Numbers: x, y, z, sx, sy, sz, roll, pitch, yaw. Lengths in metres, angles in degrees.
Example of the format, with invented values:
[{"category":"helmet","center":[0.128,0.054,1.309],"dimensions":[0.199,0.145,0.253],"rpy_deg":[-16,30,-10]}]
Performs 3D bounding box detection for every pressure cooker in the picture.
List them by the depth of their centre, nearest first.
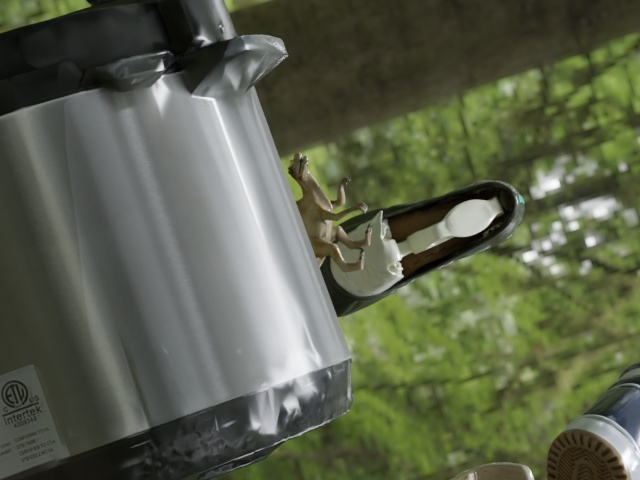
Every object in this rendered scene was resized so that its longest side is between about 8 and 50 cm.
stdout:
[{"category":"pressure cooker","center":[-0.194,-0.005,1.307],"dimensions":[0.420,0.370,0.375],"rpy_deg":[69,-18,4]}]

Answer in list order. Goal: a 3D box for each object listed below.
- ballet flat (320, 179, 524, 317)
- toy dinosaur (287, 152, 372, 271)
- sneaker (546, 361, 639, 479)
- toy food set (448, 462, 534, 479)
[{"category":"ballet flat","center":[0.091,-0.001,1.827],"dimensions":[0.095,0.280,0.096],"rpy_deg":[64,-9,4]},{"category":"toy dinosaur","center":[0.000,0.000,1.653],"dimensions":[0.053,0.093,0.183],"rpy_deg":[-55,151,-68]},{"category":"sneaker","center":[0.255,0.227,1.404],"dimensions":[0.099,0.153,0.282],"rpy_deg":[21,-48,30]},{"category":"toy food set","center":[0.113,0.385,1.711],"dimensions":[0.092,0.306,0.219],"rpy_deg":[14,-57,54]}]
